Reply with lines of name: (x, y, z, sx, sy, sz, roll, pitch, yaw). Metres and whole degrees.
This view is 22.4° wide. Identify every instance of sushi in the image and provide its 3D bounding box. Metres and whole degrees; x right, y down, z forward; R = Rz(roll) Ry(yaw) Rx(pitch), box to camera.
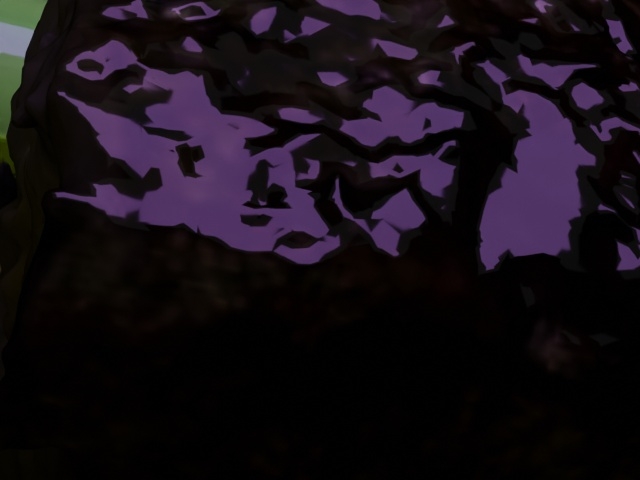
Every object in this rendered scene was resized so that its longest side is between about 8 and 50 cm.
sushi: (0.008, 0.019, 0.662, 0.294, 0.281, 0.299, 5, 29, -14)

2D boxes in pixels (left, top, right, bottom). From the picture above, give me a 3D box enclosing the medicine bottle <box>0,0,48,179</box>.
medicine bottle: (-0.207, -0.086, 0.984, 0.225, 0.139, 0.139, 14, 20, -6)
